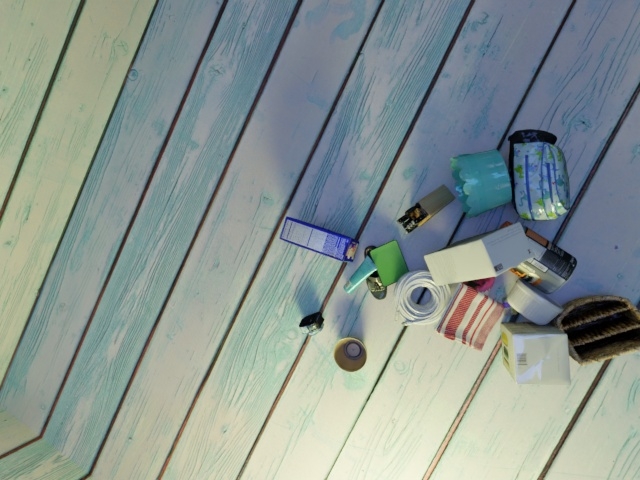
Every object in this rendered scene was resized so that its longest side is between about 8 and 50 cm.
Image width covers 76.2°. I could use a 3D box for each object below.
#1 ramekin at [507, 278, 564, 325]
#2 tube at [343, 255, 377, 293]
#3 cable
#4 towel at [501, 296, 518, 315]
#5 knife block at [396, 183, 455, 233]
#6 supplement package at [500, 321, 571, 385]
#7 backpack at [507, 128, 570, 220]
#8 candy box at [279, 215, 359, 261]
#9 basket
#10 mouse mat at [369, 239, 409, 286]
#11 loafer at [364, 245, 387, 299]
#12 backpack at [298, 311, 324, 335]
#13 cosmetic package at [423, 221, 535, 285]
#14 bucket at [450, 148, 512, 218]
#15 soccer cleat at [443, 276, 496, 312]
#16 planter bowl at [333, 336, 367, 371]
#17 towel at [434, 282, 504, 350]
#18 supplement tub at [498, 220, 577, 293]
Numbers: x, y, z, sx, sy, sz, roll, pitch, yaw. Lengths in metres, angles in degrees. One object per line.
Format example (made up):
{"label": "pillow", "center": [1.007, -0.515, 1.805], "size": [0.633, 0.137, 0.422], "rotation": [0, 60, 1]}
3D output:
{"label": "ramekin", "center": [0.896, 0.265, 1.725], "size": [0.207, 0.207, 0.109], "rotation": [35, 107, 12]}
{"label": "tube", "center": [0.186, 0.169, 1.942], "size": [0.080, 0.052, 0.207], "rotation": [50, 122, 20]}
{"label": "cable", "center": [0.465, 0.259, 1.879], "size": [0.257, 0.089, 0.256], "rotation": [0, 94, 7]}
{"label": "towel", "center": [0.849, 0.296, 1.831], "size": [0.060, 0.009, 0.083], "rotation": [-7, 88, 15]}
{"label": "knife block", "center": [0.468, -0.142, 1.810], "size": [0.276, 0.242, 0.088], "rotation": [-40, 82, 11]}
{"label": "supplement package", "center": [0.878, 0.458, 1.692], "size": [0.198, 0.263, 0.199], "rotation": [-4, 89, 14]}
{"label": "backpack", "center": [0.897, -0.255, 1.686], "size": [0.274, 0.290, 0.355], "rotation": [14, 100, 32]}
{"label": "candy box", "center": [0.000, 0.000, 1.914], "size": [0.318, 0.268, 0.122], "rotation": [20, 91, 14]}
{"label": "basket", "center": [1.121, 0.342, 1.653], "size": [0.299, 0.223, 0.213], "rotation": [-21, 85, 14]}
{"label": "mouse mat", "center": [0.326, 0.107, 1.920], "size": [0.153, 0.007, 0.189], "rotation": [-23, 92, -14]}
{"label": "loafer", "center": [0.252, 0.157, 1.943], "size": [0.096, 0.084, 0.267], "rotation": [-13, 87, 14]}
{"label": "backpack", "center": [-0.043, 0.417, 2.008], "size": [0.114, 0.105, 0.084], "rotation": [-21, 105, 22]}
{"label": "cosmetic package", "center": [0.631, 0.065, 1.671], "size": [0.217, 0.385, 0.156], "rotation": [-21, 84, -24]}
{"label": "bucket", "center": [0.683, -0.249, 1.748], "size": [0.183, 0.281, 0.280], "rotation": [-15, 86, 12]}
{"label": "soccer cleat", "center": [0.678, 0.266, 1.836], "size": [0.331, 0.143, 0.116], "rotation": [-49, 35, -7]}
{"label": "planter bowl", "center": [0.150, 0.534, 1.955], "size": [0.162, 0.109, 0.161], "rotation": [0, 90, 13]}
{"label": "towel", "center": [0.645, 0.334, 1.748], "size": [0.037, 0.329, 0.236], "rotation": [30, 94, 57]}
{"label": "supplement tub", "center": [0.882, 0.065, 1.730], "size": [0.316, 0.193, 0.193], "rotation": [36, 98, 12]}
